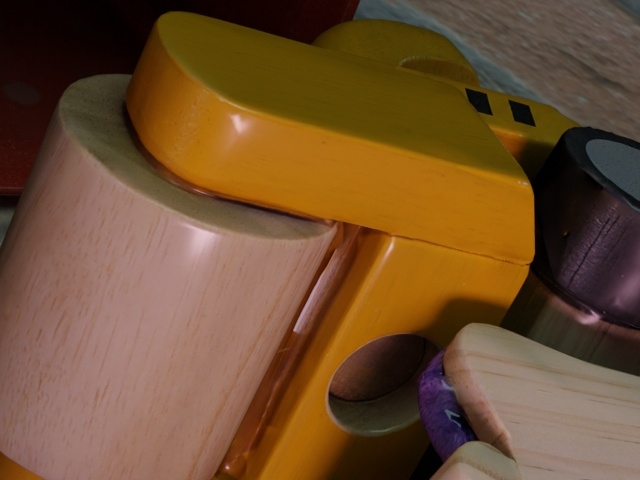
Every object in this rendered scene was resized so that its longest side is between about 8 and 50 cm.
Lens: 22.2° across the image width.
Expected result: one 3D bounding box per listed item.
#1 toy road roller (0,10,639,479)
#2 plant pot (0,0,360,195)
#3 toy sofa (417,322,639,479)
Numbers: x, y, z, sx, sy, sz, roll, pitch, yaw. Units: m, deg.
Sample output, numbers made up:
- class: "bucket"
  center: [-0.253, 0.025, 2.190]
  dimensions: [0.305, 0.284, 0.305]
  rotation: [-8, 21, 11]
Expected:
- class: "toy road roller"
  center: [0.000, 0.000, 0.739]
  dimensions: [0.330, 0.202, 0.240]
  rotation: [11, 29, -31]
- class: "plant pot"
  center: [-0.139, -0.197, 0.820]
  dimensions: [0.267, 0.267, 0.235]
  rotation: [0, 36, -35]
- class: "toy sofa"
  center: [0.171, 0.173, 0.678]
  dimensions: [0.363, 0.150, 0.177]
  rotation: [13, 41, -28]
